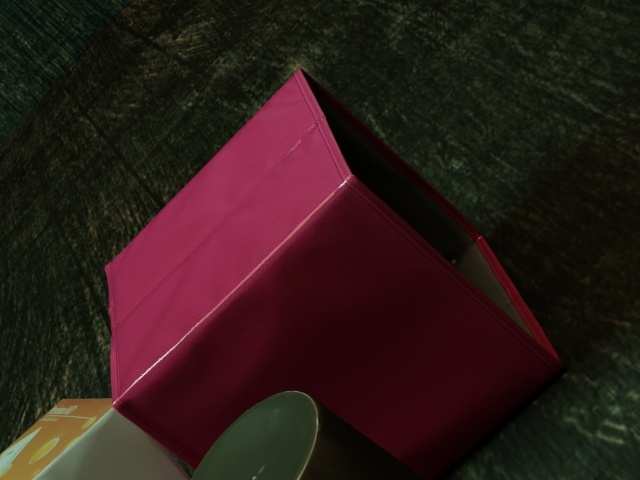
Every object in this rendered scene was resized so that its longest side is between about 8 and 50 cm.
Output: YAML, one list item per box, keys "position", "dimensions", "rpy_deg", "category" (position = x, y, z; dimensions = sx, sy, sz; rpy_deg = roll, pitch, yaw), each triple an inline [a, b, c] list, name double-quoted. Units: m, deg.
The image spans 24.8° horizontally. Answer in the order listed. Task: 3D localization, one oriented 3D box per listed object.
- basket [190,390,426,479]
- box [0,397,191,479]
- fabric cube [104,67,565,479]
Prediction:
- position: [0.029, 0.216, 0.967]
  dimensions: [0.154, 0.227, 0.204]
  rpy_deg: [-48, 25, 1]
  category: "basket"
- position: [-0.278, 0.313, 1.285]
  dimensions: [0.345, 0.168, 0.215]
  rpy_deg: [-42, 11, -22]
  category: "box"
- position: [-0.001, 0.061, 1.223]
  dimensions: [0.258, 0.254, 0.259]
  rpy_deg: [-45, 25, 12]
  category: "fabric cube"
